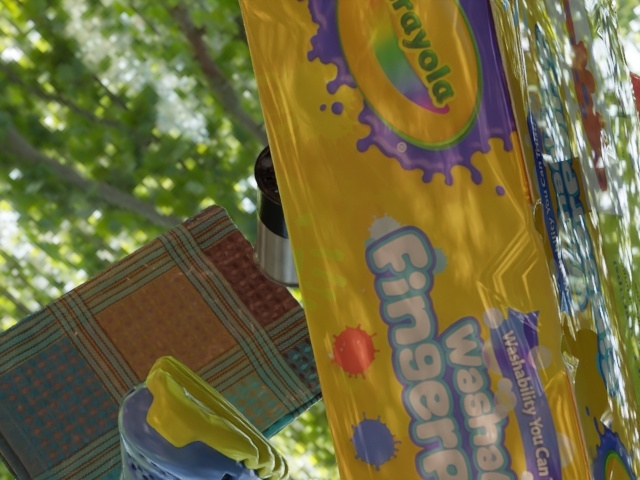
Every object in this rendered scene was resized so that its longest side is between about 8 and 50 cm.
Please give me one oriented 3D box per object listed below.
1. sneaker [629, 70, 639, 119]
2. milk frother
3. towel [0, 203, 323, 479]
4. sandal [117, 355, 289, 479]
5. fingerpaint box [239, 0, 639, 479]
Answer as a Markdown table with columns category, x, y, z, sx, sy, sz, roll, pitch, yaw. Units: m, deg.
| category | x | y | z | sx | sy | sz | roll | pitch | yaw |
| --- | --- | --- | --- | --- | --- | --- | --- | --- | --- |
| sneaker | 0.226 | -0.122 | 1.278 | 0.116 | 0.314 | 0.136 | 125 | -27 | -59 |
| milk frother | 0.000 | 0.000 | 1.214 | 0.129 | 0.134 | 0.143 | 2 | -125 | -1 |
| towel | -0.181 | 0.146 | 1.426 | 0.370 | 0.271 | 0.040 | -34 | 166 | -23 |
| sandal | -0.105 | 0.187 | 1.001 | 0.138 | 0.126 | 0.317 | -44 | 163 | -13 |
| fingerpaint box | 0.130 | 0.030 | 0.900 | 0.163 | 0.444 | 0.371 | -13 | 178 | 24 |
